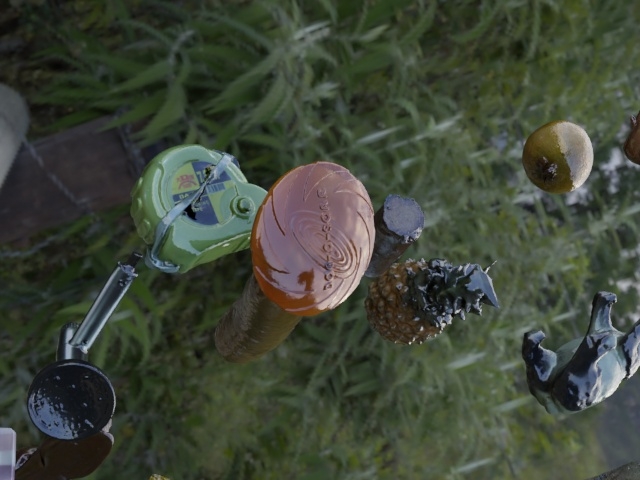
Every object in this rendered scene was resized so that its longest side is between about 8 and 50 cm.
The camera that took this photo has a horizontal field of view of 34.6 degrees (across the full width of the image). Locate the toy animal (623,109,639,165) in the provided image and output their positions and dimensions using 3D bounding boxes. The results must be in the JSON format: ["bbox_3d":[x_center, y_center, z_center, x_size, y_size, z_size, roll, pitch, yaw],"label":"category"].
[{"bbox_3d":[0.623,-0.135,1.789,0.224,0.066,0.230,14,-85,47],"label":"toy animal"}]

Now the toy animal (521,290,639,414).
[{"bbox_3d":[0.360,0.145,1.310,0.094,0.225,0.121,25,-51,48],"label":"toy animal"}]

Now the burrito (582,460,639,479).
[{"bbox_3d":[0.309,0.295,1.168,0.042,0.171,0.051,33,42,-46],"label":"burrito"}]

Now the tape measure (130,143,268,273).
[{"bbox_3d":[-0.170,-0.043,1.402,0.175,0.200,0.106,61,-31,8],"label":"tape measure"}]

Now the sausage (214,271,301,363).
[{"bbox_3d":[-0.100,0.123,1.929,0.501,0.136,0.123,128,-48,-64],"label":"sausage"}]

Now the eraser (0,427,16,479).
[{"bbox_3d":[-0.603,0.404,1.915,0.026,0.065,0.105,107,-20,-70],"label":"eraser"}]

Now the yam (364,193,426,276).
[{"bbox_3d":[0.102,-0.006,1.600,0.141,0.079,0.079,-52,-129,55],"label":"yam"}]

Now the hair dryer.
[{"bbox_3d":[-0.446,0.169,1.938,0.320,0.155,0.284,-109,-143,-62],"label":"hair dryer"}]

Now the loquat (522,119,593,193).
[{"bbox_3d":[0.481,-0.169,2.085,0.137,0.163,0.163,27,-22,27],"label":"loquat"}]

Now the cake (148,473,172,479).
[{"bbox_3d":[-0.225,0.470,1.708,0.080,0.185,0.116,-7,119,-76],"label":"cake"}]

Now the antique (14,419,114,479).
[{"bbox_3d":[-0.540,0.433,2.110,0.121,0.257,0.143,44,7,-30],"label":"antique"}]

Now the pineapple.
[{"bbox_3d":[0.197,0.096,1.798,0.169,0.169,0.340,71,-19,3],"label":"pineapple"}]

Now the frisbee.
[{"bbox_3d":[0.000,0.000,1.250,0.035,0.192,0.192,13,-50,50],"label":"frisbee"}]
